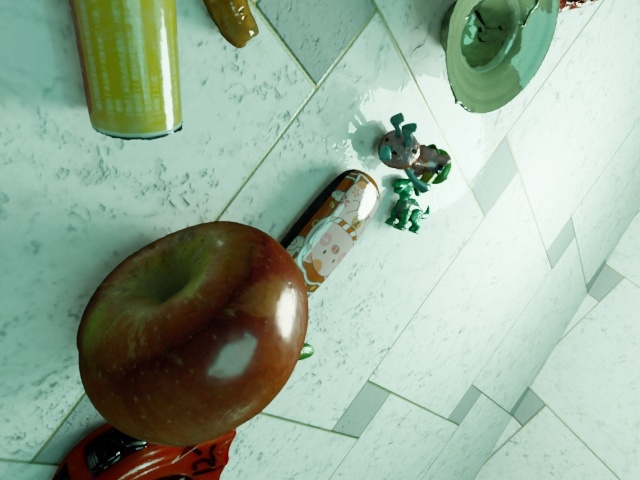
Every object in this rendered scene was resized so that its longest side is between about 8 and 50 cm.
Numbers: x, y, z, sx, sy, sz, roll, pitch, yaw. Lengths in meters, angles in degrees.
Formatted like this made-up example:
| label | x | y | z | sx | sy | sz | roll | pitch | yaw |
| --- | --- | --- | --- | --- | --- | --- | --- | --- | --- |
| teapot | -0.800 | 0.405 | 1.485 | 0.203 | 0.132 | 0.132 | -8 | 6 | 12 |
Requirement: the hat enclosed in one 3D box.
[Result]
| label | x | y | z | sx | sy | sz | roll | pitch | yaw |
| --- | --- | --- | --- | --- | --- | --- | --- | --- | --- |
| hat | 0.261 | -0.343 | 0.766 | 0.252 | 0.110 | 0.252 | -17 | 126 | -25 |

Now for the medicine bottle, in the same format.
| label | x | y | z | sx | sy | sz | roll | pitch | yaw |
| --- | --- | --- | --- | --- | --- | --- | --- | --- | --- |
| medicine bottle | -0.168 | -0.296 | 0.371 | 0.108 | 0.108 | 0.425 | -19 | 130 | -35 |

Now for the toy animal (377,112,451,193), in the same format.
| label | x | y | z | sx | sy | sz | roll | pitch | yaw |
| --- | --- | --- | --- | --- | --- | --- | --- | --- | --- |
| toy animal | 0.162 | -0.140 | 0.805 | 0.208 | 0.100 | 0.103 | 20 | 57 | -58 |

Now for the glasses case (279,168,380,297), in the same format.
| label | x | y | z | sx | sy | sz | roll | pitch | yaw |
| --- | --- | --- | --- | --- | --- | --- | --- | --- | --- |
| glasses case | 0.000 | 0.000 | 0.763 | 0.266 | 0.067 | 0.103 | -52 | 137 | -6 |

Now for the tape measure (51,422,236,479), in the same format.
| label | x | y | z | sx | sy | sz | roll | pitch | yaw |
| --- | --- | --- | --- | --- | --- | --- | --- | --- | --- |
| tape measure | -0.265 | 0.362 | 0.706 | 0.261 | 0.114 | 0.253 | 0 | 114 | -40 |

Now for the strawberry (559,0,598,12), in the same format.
| label | x | y | z | sx | sy | sz | roll | pitch | yaw |
| --- | --- | --- | --- | --- | --- | --- | --- | --- | --- |
| strawberry | 0.439 | -0.510 | 0.749 | 0.274 | 0.220 | 0.274 | -19 | 123 | -32 |

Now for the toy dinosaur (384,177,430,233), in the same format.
| label | x | y | z | sx | sy | sz | roll | pitch | yaw |
| --- | --- | --- | --- | --- | --- | --- | --- | --- | --- |
| toy dinosaur | 0.174 | -0.066 | 0.902 | 0.132 | 0.059 | 0.096 | 16 | 91 | -45 |

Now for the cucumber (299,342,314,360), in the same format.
| label | x | y | z | sx | sy | sz | roll | pitch | yaw |
| --- | --- | --- | --- | --- | --- | --- | --- | --- | --- |
| cucumber | -0.072 | 0.211 | 0.850 | 0.155 | 0.037 | 0.037 | -6 | 119 | -43 |

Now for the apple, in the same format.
| label | x | y | z | sx | sy | sz | roll | pitch | yaw |
| --- | --- | --- | --- | --- | --- | --- | --- | --- | --- |
| apple | -0.140 | 0.110 | 0.560 | 0.272 | 0.252 | 0.206 | -48 | 131 | -29 |

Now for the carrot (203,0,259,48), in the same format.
| label | x | y | z | sx | sy | sz | roll | pitch | yaw |
| --- | --- | --- | --- | --- | --- | --- | --- | --- | --- |
| carrot | -0.113 | -0.289 | 0.485 | 0.060 | 0.060 | 0.186 | -43 | 141 | -15 |
